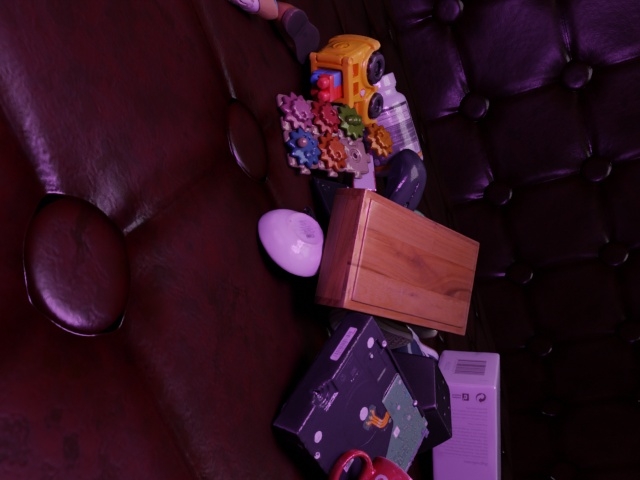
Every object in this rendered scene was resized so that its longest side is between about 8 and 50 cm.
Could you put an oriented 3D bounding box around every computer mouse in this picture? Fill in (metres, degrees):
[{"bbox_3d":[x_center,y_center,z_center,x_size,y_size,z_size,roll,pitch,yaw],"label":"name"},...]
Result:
[{"bbox_3d":[0.242,-0.124,1.681,0.188,0.072,0.272,17,86,-42],"label":"computer mouse"}]

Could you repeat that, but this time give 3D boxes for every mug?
[{"bbox_3d":[0.056,0.423,0.926,0.150,0.169,0.113,43,-30,18],"label":"mug"}]

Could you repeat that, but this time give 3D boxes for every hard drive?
[{"bbox_3d":[0.070,0.319,1.031,0.237,0.064,0.339,-53,131,-30],"label":"hard drive"}]

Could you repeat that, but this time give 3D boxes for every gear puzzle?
[{"bbox_3d":[0.056,-0.225,1.313,0.339,0.044,0.175,-1,76,-43],"label":"gear puzzle"}]

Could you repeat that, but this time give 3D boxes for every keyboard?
[{"bbox_3d":[0.047,0.001,1.233,0.201,0.033,0.317,8,49,-45],"label":"keyboard"}]

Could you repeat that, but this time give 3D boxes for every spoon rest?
[{"bbox_3d":[0.000,0.000,1.087,0.276,0.084,0.137,-5,58,-44],"label":"spoon rest"}]

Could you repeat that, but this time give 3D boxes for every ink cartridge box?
[{"bbox_3d":[0.089,-0.127,1.433,0.135,0.056,0.099,105,-17,-62],"label":"ink cartridge box"}]

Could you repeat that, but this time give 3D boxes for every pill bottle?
[{"bbox_3d":[0.193,-0.342,1.778,0.162,0.162,0.278,-51,124,-65],"label":"pill bottle"}]

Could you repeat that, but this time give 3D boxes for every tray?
[{"bbox_3d":[0.167,0.055,1.143,0.411,0.076,0.203,19,80,-47],"label":"tray"}]

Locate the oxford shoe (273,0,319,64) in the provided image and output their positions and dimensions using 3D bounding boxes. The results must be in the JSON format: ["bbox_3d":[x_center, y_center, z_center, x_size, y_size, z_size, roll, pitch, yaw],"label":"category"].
[{"bbox_3d":[-0.057,-0.472,1.351,0.076,0.076,0.212,40,-2,18],"label":"oxford shoe"}]

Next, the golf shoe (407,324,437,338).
[{"bbox_3d":[0.278,0.107,1.395,0.306,0.115,0.140,-37,104,-36],"label":"golf shoe"}]

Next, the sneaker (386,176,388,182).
[{"bbox_3d":[0.244,-0.217,1.953,0.224,0.083,0.098,68,26,-22],"label":"sneaker"}]

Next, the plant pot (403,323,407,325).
[{"bbox_3d":[0.240,0.119,1.582,0.205,0.205,0.188,-23,114,-70],"label":"plant pot"}]

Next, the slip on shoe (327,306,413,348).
[{"bbox_3d":[0.114,0.172,1.308,0.331,0.123,0.101,38,38,-52],"label":"slip on shoe"}]

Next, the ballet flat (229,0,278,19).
[{"bbox_3d":[-0.160,-0.482,1.101,0.232,0.080,0.073,49,61,-46],"label":"ballet flat"}]

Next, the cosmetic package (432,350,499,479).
[{"bbox_3d":[0.387,0.544,1.571,0.230,0.161,0.453,-28,116,-69],"label":"cosmetic package"}]

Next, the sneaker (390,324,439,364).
[{"bbox_3d":[0.242,0.341,1.550,0.282,0.099,0.153,49,34,-49],"label":"sneaker"}]

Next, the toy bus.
[{"bbox_3d":[0.046,-0.357,1.435,0.211,0.149,0.220,-44,141,-45],"label":"toy bus"}]

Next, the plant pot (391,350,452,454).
[{"bbox_3d":[0.187,0.352,1.298,0.188,0.167,0.187,-80,148,-47],"label":"plant pot"}]

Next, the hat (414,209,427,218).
[{"bbox_3d":[0.233,-0.007,1.852,0.208,0.183,0.173,-33,95,-24],"label":"hat"}]
